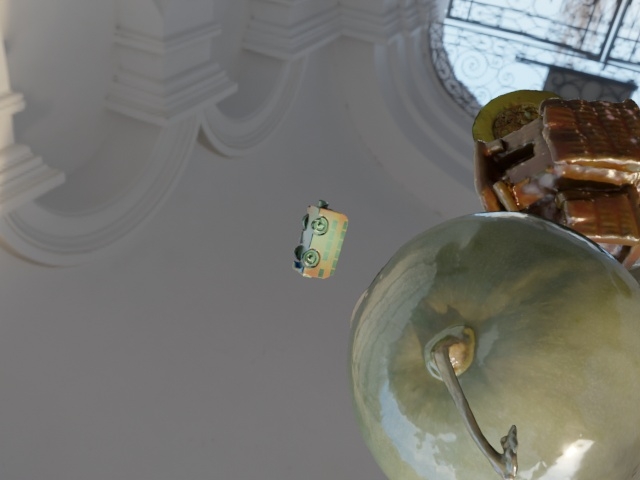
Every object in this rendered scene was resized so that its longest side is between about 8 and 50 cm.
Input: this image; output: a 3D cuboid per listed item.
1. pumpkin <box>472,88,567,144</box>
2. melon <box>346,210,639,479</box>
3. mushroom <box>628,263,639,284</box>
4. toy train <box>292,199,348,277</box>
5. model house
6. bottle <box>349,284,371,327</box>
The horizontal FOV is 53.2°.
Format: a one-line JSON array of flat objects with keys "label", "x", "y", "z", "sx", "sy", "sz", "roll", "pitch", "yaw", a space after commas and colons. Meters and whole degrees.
[{"label": "pumpkin", "x": 0.413, "y": -0.201, "z": 1.304, "sx": 0.218, "sy": 0.110, "sz": 0.217, "roll": -2, "pitch": -117, "yaw": 4}, {"label": "melon", "x": 0.153, "y": 0.108, "z": 0.531, "sx": 0.272, "sy": 0.308, "sz": 0.271, "roll": -18, "pitch": -135, "yaw": 19}, {"label": "mushroom", "x": 0.570, "y": 0.056, "z": 1.009, "sx": 0.329, "sy": 0.159, "sz": 0.122, "roll": -18, "pitch": -156, "yaw": -8}, {"label": "toy train", "x": 0.000, "y": 0.000, "z": 1.525, "sx": 0.099, "sy": 0.188, "sz": 0.072, "roll": 14, "pitch": -176, "yaw": -25}, {"label": "model house", "x": 0.360, "y": -0.071, "z": 0.895, "sx": 0.220, "sy": 0.229, "sz": 0.199, "roll": 34, "pitch": -139, "yaw": -29}, {"label": "bottle", "x": 0.165, "y": 0.166, "z": 1.187, "sx": 0.209, "sy": 0.097, "sz": 0.110, "roll": 30, "pitch": -154, "yaw": -11}]
